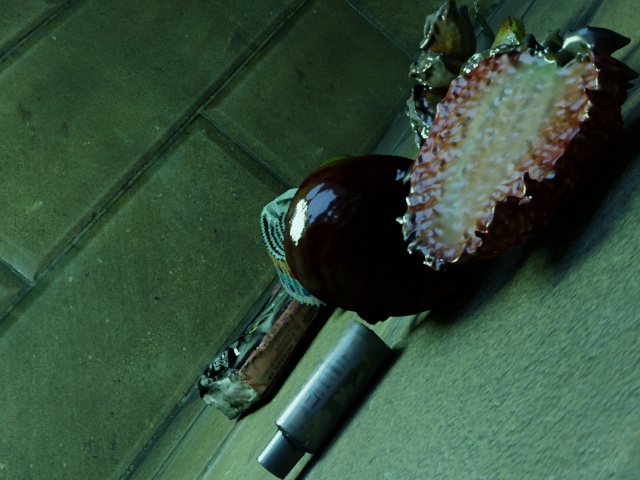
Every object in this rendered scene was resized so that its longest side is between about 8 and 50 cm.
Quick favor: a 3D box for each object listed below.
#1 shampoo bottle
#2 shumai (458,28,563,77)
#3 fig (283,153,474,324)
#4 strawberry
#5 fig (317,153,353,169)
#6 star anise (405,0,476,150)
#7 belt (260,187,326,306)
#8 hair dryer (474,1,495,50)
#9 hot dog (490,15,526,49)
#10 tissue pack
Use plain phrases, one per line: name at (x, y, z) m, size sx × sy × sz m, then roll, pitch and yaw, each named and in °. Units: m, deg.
shampoo bottle at (0.003, 0.200, 1.105) m, size 0.214 × 0.072 × 0.072 m, roll -51°, pitch 5°, yaw -10°
shumai at (0.281, -0.185, 1.157) m, size 0.175 × 0.166 × 0.206 m, roll -28°, pitch -4°, yaw -24°
fig at (0.073, 0.002, 1.073) m, size 0.215 × 0.235 × 0.235 m, roll -63°, pitch 3°, yaw 9°
strawberry at (0.200, -0.073, 0.944) m, size 0.233 × 0.137 × 0.306 m, roll 13°, pitch 67°, yaw 56°
fig at (0.044, -0.086, 2.114) m, size 0.225 × 0.203 × 0.203 m, roll -44°, pitch 4°, yaw -4°
star anise at (0.233, -0.298, 1.692) m, size 0.331 × 0.117 × 0.332 m, roll 12°, pitch -90°, yaw -71°
belt at (0.000, 0.000, 1.687) m, size 0.207 × 0.150 × 0.258 m, roll -16°, pitch 34°, yaw 3°
hair dryer at (0.354, -0.374, 1.716) m, size 0.067 × 0.199 × 0.167 m, roll 4°, pitch 23°, yaw 44°
hot dog at (0.335, -0.286, 1.602) m, size 0.123 × 0.093 × 0.262 m, roll 145°, pitch 147°, yaw -85°
tissue pack at (-0.100, 0.192, 1.790) m, size 0.332 × 0.123 × 0.245 m, roll -54°, pitch 3°, yaw -31°
